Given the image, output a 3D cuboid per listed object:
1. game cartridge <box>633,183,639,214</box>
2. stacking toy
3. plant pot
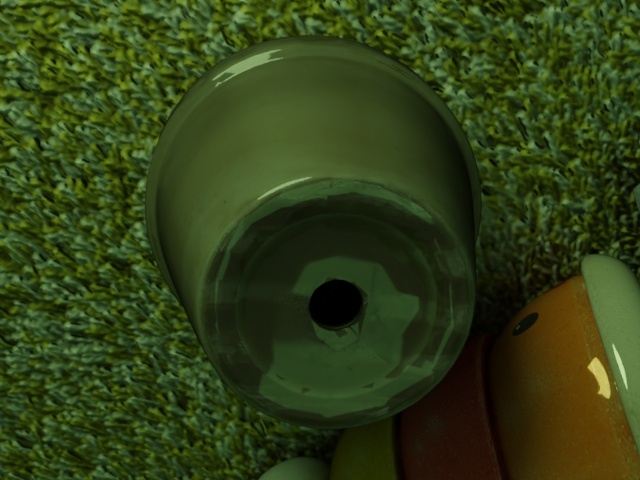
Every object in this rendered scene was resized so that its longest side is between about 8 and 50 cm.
[{"bbox_3d":[0.441,0.045,0.742,0.230,0.068,0.355,-37,115,-21],"label":"game cartridge"},{"bbox_3d":[0.128,0.240,0.745,0.480,0.350,0.350,-20,110,19],"label":"stacking toy"},{"bbox_3d":[0.000,0.000,0.632,0.323,0.280,0.323,-1,108,-3],"label":"plant pot"}]
